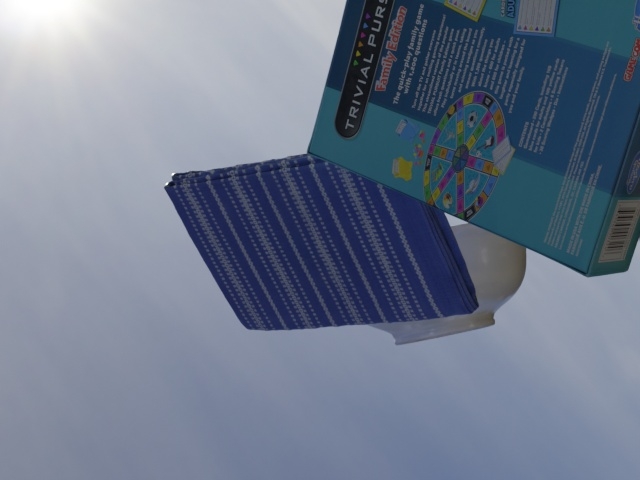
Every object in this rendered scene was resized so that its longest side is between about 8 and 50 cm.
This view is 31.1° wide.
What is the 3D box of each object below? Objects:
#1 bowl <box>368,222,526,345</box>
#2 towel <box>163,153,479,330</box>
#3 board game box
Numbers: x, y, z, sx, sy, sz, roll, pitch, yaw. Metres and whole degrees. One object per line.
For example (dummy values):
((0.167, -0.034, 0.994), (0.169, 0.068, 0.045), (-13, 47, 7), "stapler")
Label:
((0.159, 0.066, 1.589), (0.298, 0.298, 0.134), (5, -108, -64), "bowl")
((0.000, 0.000, 1.338), (0.243, 0.336, 0.040), (64, -142, -27), "towel")
((0.159, -0.147, 1.051), (0.336, 0.253, 0.079), (27, -161, 38), "board game box")
